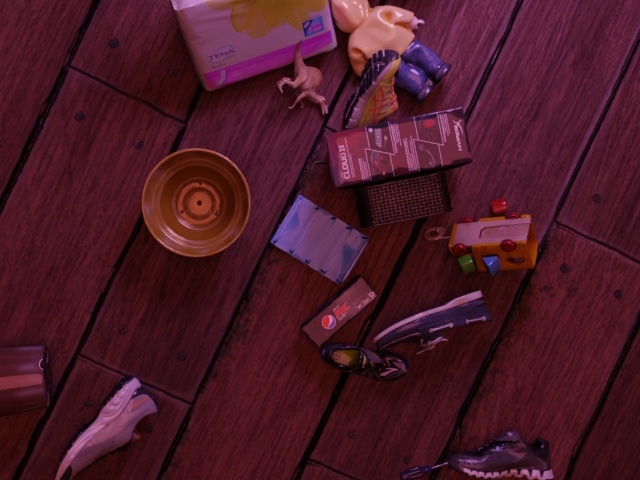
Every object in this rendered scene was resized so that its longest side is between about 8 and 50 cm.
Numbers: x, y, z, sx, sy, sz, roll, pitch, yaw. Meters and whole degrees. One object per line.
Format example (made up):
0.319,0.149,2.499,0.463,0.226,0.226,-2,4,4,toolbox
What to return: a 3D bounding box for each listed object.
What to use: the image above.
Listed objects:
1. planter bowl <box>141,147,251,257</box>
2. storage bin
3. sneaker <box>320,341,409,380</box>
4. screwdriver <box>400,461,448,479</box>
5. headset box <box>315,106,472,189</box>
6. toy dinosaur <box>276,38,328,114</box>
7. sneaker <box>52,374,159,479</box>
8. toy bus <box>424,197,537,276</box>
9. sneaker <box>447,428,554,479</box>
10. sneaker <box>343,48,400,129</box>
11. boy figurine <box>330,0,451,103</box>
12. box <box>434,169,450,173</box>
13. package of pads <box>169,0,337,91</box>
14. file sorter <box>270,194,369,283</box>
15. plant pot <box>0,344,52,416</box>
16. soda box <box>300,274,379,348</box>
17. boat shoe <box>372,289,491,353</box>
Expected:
-0.250,-0.076,1.682,0.217,0.090,0.217,0,92,-4,planter bowl
0.168,-0.082,1.696,0.180,0.122,0.084,-12,92,-4,storage bin
0.093,0.257,1.722,0.188,0.078,0.067,13,91,-5,sneaker
0.252,0.487,1.773,0.169,0.024,0.025,-11,122,-10,screwdriver
0.136,-0.173,1.631,0.293,0.218,0.110,-11,92,5,headset box
-0.043,-0.330,1.690,0.092,0.053,0.183,-27,131,1,toy dinosaur
-0.441,0.407,1.681,0.108,0.100,0.271,42,88,-10,sneaker
0.351,0.016,1.718,0.191,0.202,0.104,-31,124,-9,toy bus
0.384,0.451,1.753,0.234,0.078,0.106,5,88,-8,sneaker
0.123,-0.300,1.674,0.094,0.208,0.082,15,51,-15,sneaker
0.126,-0.403,1.699,0.285,0.092,0.177,38,112,-1,boy figurine
0.229,-0.173,1.749,0.083,0.018,0.067,-9,92,-3,box
-0.128,-0.439,1.612,0.296,0.229,0.101,-21,54,-3,package of pads
0.000,0.000,1.696,0.170,0.104,0.118,32,90,-5,file sorter
-0.625,0.279,1.639,0.165,0.167,0.167,-4,92,-11,plant pot
0.038,0.148,1.728,0.169,0.053,0.060,-41,93,-3,soda box
0.234,0.183,1.726,0.254,0.095,0.079,-21,82,-12,boat shoe
